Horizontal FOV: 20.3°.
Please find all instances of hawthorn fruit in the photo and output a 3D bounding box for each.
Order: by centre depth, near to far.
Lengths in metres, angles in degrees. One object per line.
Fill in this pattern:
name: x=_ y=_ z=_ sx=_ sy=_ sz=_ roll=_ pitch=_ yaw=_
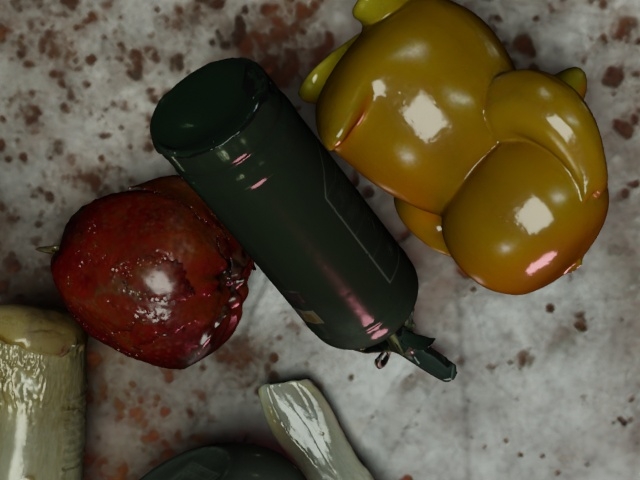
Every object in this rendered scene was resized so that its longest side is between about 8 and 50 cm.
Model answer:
hawthorn fruit: x=-0.136 y=0.021 z=1.362 sx=0.172 sy=0.148 sz=0.148 roll=6 pitch=103 yaw=18

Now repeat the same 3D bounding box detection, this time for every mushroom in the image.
mushroom: x=-0.224 y=0.215 z=1.419 sx=0.095 sy=0.123 sz=0.351 roll=7 pitch=105 yaw=23
mushroom: x=0.017 y=0.194 z=1.435 sx=0.059 sy=0.054 sz=0.202 roll=-34 pitch=92 yaw=5

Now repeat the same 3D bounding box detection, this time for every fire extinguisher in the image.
fire extinguisher: x=0.000 y=0.000 z=1.326 sx=0.095 sy=0.114 sz=0.311 roll=-53 pitch=133 yaw=-17

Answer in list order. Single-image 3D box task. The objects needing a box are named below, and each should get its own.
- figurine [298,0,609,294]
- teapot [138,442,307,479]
figurine: x=0.100 y=-0.076 z=1.287 sx=0.228 sy=0.215 sz=0.215 roll=27 pitch=103 yaw=-9
teapot: x=-0.055 y=0.289 z=1.406 sx=0.183 sy=0.183 sz=0.251 roll=-26 pitch=112 yaw=9
